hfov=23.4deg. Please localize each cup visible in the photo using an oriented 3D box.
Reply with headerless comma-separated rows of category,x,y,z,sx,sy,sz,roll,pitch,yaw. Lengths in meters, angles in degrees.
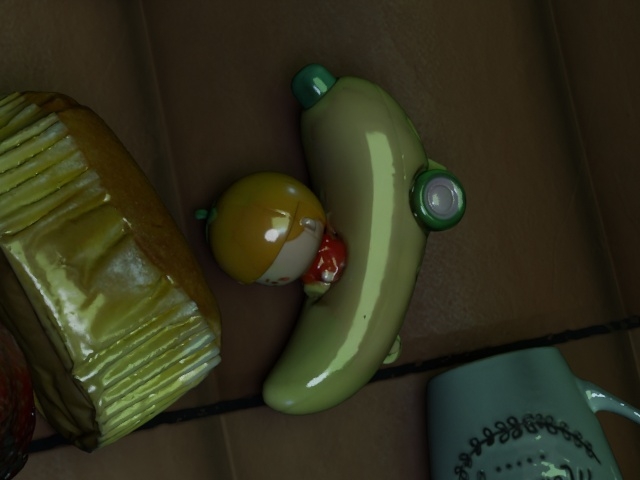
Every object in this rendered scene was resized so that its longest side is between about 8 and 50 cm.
cup,0.228,0.218,1.444,0.258,0.186,0.234,-14,78,6

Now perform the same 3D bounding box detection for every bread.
bread,-0.201,0.014,1.248,0.156,0.204,0.288,-35,94,-27

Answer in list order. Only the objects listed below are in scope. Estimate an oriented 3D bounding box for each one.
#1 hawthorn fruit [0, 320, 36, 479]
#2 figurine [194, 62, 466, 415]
hawthorn fruit,-0.324,0.100,1.178,0.181,0.181,0.235,-32,74,-32
figurine,0.000,0.000,1.419,0.222,0.124,0.324,25,72,-24
